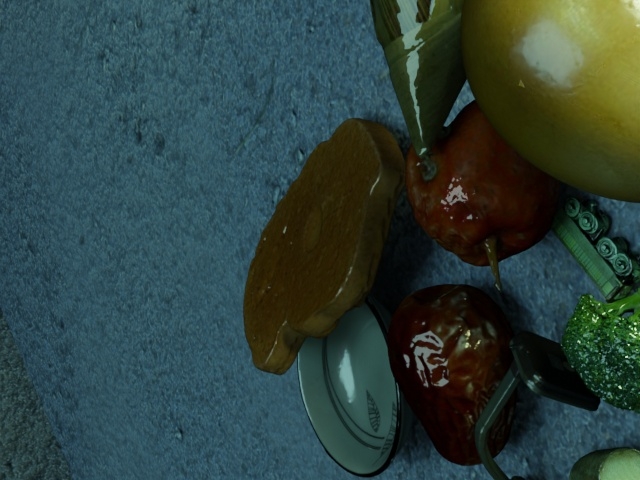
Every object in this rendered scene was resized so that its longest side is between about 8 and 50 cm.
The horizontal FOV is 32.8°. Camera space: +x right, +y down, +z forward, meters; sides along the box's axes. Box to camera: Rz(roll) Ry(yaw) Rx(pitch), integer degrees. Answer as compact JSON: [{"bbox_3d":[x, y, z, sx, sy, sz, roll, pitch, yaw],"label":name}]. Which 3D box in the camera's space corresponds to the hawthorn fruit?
[{"bbox_3d":[0.209,-0.046,1.379,0.207,0.208,0.243,132,142,-50],"label":"hawthorn fruit"}]

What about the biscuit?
[{"bbox_3d":[0.001,0.000,1.735,0.455,0.078,0.349,-45,38,45],"label":"biscuit"}]

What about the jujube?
[{"bbox_3d":[0.194,0.188,1.533,0.190,0.190,0.255,12,125,55],"label":"jujube"}]

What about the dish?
[{"bbox_3d":[0.081,0.215,1.752,0.316,0.106,0.316,18,111,57],"label":"dish"}]

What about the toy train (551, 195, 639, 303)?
[{"bbox_3d":[0.345,0.007,1.362,0.148,0.038,0.071,59,140,31],"label":"toy train"}]

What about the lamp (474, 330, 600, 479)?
[{"bbox_3d":[0.275,0.283,1.401,0.203,0.125,0.283,-100,19,-61],"label":"lamp"}]

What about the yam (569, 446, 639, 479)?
[{"bbox_3d":[0.366,0.296,1.371,0.146,0.070,0.069,105,148,-75],"label":"yam"}]

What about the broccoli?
[{"bbox_3d":[0.375,0.124,1.241,0.195,0.195,0.156,29,84,50],"label":"broccoli"}]

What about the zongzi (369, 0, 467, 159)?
[{"bbox_3d":[0.231,-0.390,1.218,0.500,0.218,0.466,-35,59,55],"label":"zongzi"}]

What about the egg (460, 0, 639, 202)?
[{"bbox_3d":[0.311,-0.191,1.132,0.351,0.282,0.282,34,132,11],"label":"egg"}]
